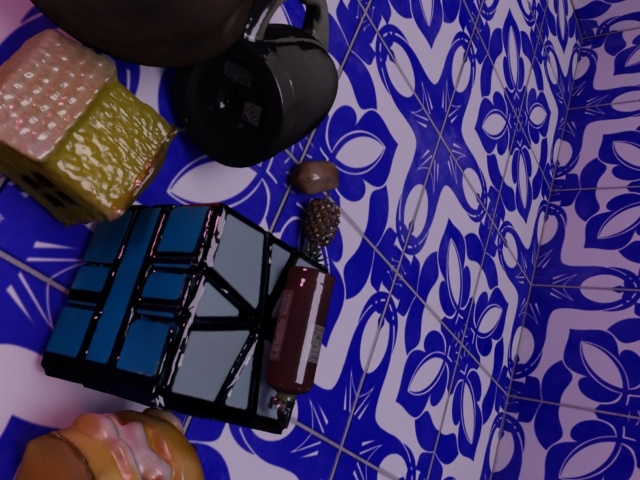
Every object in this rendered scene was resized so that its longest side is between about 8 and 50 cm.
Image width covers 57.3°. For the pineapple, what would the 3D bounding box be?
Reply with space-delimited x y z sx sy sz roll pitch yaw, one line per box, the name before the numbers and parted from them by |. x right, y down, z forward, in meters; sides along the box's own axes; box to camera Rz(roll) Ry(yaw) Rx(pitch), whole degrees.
pineapple | -0.001 0.000 1.319 0.103 0.083 0.221 21 76 -49

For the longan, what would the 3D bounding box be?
longan | -0.241 -0.411 0.774 0.336 0.404 0.404 -44 130 -4

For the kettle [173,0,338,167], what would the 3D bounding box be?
kettle | -0.077 -0.324 1.088 0.324 0.228 0.320 -39 147 -54

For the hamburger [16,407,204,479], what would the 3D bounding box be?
hamburger | -0.276 0.371 0.838 0.237 0.276 0.276 0 90 -51

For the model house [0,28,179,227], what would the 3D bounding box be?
model house | -0.351 -0.157 0.804 0.234 0.175 0.193 51 53 -42

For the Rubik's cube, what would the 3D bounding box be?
Rubik's cube | -0.199 0.119 0.911 0.293 0.284 0.288 36 64 -45

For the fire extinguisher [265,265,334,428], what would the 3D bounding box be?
fire extinguisher | -0.033 0.158 0.853 0.099 0.071 0.231 61 39 -75

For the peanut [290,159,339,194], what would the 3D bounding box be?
peanut | -0.006 -0.144 1.323 0.152 0.076 0.076 -14 101 -48
